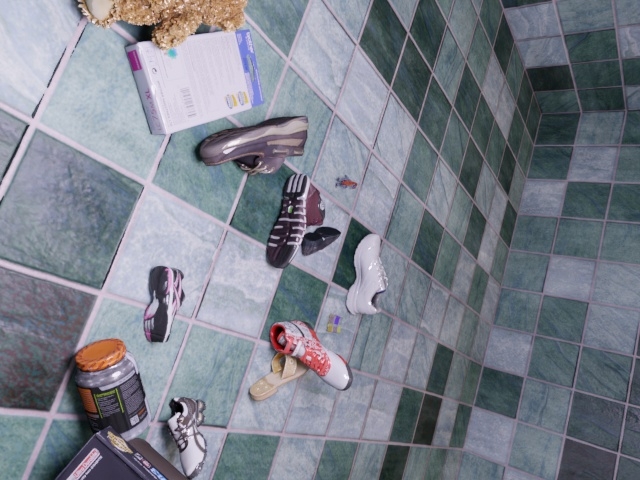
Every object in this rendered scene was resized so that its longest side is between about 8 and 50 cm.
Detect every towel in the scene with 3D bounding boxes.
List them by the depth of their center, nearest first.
[{"bbox_3d":[0.049,0.286,1.680,0.083,0.010,0.060,26,76,-51],"label":"towel"}]

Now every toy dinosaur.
[{"bbox_3d":[0.090,-0.182,1.604,0.082,0.090,0.047,5,110,-22],"label":"toy dinosaur"}]

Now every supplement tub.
[{"bbox_3d":[-0.421,0.303,0.992,0.117,0.117,0.190,-28,118,-46],"label":"supplement tub"}]

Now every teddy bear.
[{"bbox_3d":[-0.312,-0.495,0.967,0.338,0.113,0.245,-34,96,-32],"label":"teddy bear"}]

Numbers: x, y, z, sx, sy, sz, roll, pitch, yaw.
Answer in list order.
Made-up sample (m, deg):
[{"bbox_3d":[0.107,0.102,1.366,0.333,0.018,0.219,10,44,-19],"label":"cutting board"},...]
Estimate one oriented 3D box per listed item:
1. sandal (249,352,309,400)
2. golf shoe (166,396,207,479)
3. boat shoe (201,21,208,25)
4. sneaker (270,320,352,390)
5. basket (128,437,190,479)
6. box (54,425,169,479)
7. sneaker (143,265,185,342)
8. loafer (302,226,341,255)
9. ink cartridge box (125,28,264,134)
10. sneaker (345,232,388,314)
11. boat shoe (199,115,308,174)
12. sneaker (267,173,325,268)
[{"bbox_3d":[-0.110,0.365,1.428,0.240,0.088,0.079,-31,124,-39],"label":"sandal"},{"bbox_3d":[-0.318,0.453,1.135,0.077,0.198,0.094,-43,127,16],"label":"golf shoe"},{"bbox_3d":[-0.271,-0.543,1.087,0.135,0.045,0.050,47,60,-45],"label":"boat shoe"},{"bbox_3d":[-0.038,0.325,1.385,0.145,0.270,0.090,13,113,-47],"label":"sneaker"},{"bbox_3d":[-0.348,0.556,1.041,0.154,0.227,0.204,-16,108,-50],"label":"basket"},{"bbox_3d":[-0.390,0.552,0.889,0.295,0.293,0.073,-49,176,-8],"label":"box"},{"bbox_3d":[-0.340,0.146,1.110,0.077,0.072,0.178,3,100,-63],"label":"sneaker"},{"bbox_3d":[0.000,0.000,1.535,0.170,0.062,0.061,-18,132,-46],"label":"loafer"},{"bbox_3d":[-0.267,-0.367,1.112,0.311,0.065,0.185,-32,120,-42],"label":"ink cartridge box"},{"bbox_3d":[0.184,0.122,1.726,0.111,0.129,0.296,10,87,-51],"label":"sneaker"},{"bbox_3d":[-0.144,-0.228,1.239,0.355,0.132,0.130,-29,118,-45],"label":"boat shoe"},{"bbox_3d":[-0.049,-0.039,1.421,0.163,0.107,0.281,30,72,-53],"label":"sneaker"}]
